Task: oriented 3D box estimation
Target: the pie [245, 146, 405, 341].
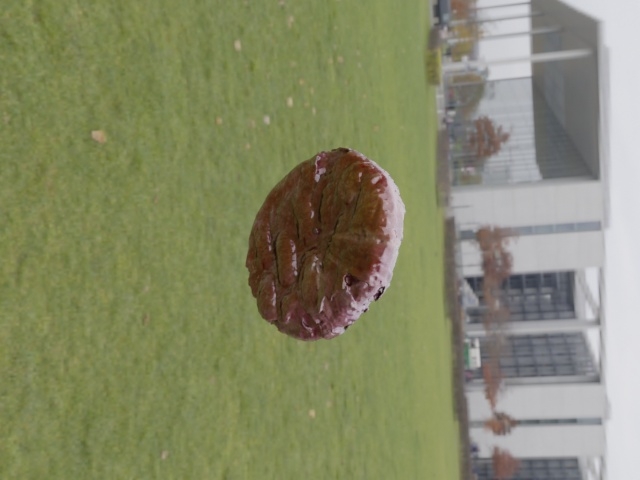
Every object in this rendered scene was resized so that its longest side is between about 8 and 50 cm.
[{"bbox_3d":[0.000,0.000,0.571,0.036,0.154,0.154,22,58,-39],"label":"pie"}]
